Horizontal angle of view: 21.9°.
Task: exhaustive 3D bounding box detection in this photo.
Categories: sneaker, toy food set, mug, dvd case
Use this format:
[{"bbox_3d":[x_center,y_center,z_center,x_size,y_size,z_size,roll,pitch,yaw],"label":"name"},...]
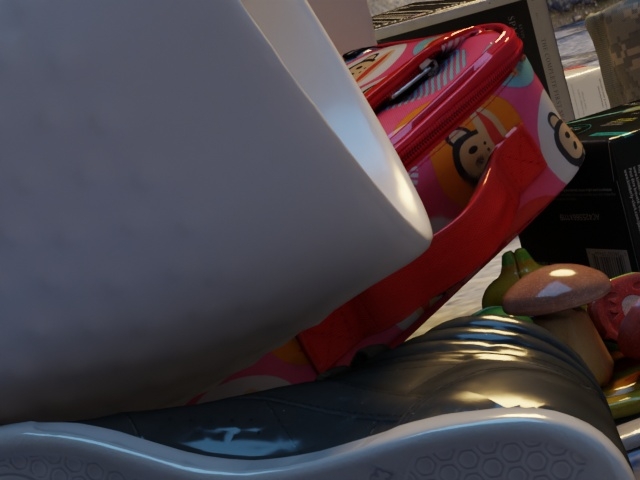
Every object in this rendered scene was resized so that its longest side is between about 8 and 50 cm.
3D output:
[{"bbox_3d":[-0.023,0.097,0.618,0.296,0.104,0.147,-8,7,16],"label":"sneaker"},{"bbox_3d":[0.129,0.038,0.803,0.128,0.071,0.218,-16,9,-7],"label":"toy food set"},{"bbox_3d":[-0.186,-0.066,0.717,0.328,0.374,0.276,-33,-14,8],"label":"mug"},{"bbox_3d":[0.095,-0.105,1.427,0.239,0.179,0.029,-15,12,3],"label":"dvd case"}]

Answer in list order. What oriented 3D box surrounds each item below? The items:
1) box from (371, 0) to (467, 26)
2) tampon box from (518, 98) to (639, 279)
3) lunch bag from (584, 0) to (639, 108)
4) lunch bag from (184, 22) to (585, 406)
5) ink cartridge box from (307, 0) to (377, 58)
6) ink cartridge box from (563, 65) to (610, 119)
[{"bbox_3d":[0.018,-0.112,1.602,0.294,0.182,0.296,-18,10,-8],"label":"box"},{"bbox_3d":[0.213,-0.033,1.006,0.161,0.101,0.120,-19,9,-25],"label":"tampon box"},{"bbox_3d":[0.380,-0.146,1.258,0.235,0.168,0.287,-14,0,38],"label":"lunch bag"},{"bbox_3d":[0.000,0.000,0.921,0.293,0.120,0.258,-41,21,-24],"label":"lunch bag"},{"bbox_3d":[-0.125,-0.066,1.223,0.160,0.279,0.385,-22,11,-36],"label":"ink cartridge box"},{"bbox_3d":[0.235,-0.145,1.835,0.151,0.063,0.109,-16,9,-2],"label":"ink cartridge box"}]
